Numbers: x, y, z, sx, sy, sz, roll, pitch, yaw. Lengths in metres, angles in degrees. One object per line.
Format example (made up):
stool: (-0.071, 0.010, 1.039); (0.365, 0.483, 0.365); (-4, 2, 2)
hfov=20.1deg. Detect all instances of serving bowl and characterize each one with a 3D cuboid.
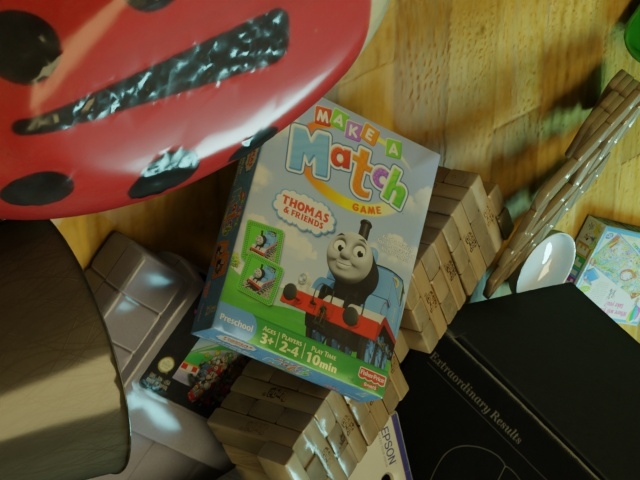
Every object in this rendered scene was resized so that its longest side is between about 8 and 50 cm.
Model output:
serving bowl: (0.214, 0.023, 1.783); (0.083, 0.027, 0.083); (-27, 135, -30)

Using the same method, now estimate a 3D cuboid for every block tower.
block tower: (0.036, 0.072, 1.510); (0.335, 0.097, 0.091); (-55, 139, -29)

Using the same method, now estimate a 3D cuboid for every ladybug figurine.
ladybug figurine: (-0.117, -0.150, 1.195); (0.449, 0.162, 0.305); (-29, 136, -29)

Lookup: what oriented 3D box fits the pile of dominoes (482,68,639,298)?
pile of dominoes: (0.220, -0.062, 1.657); (0.251, 0.040, 0.196); (-43, 167, -38)

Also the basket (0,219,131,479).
basket: (-0.271, 0.107, 1.238); (0.227, 0.154, 0.204); (-21, 101, -28)

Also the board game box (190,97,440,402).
board game box: (0.000, 0.000, 1.407); (0.160, 0.039, 0.211); (24, 68, -26)

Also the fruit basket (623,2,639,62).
fruit basket: (0.451, -0.281, 1.640); (0.392, 0.283, 0.392); (-45, 158, -24)

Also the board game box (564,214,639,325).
board game box: (0.307, 0.033, 1.889); (0.154, 0.026, 0.103); (11, 109, -50)

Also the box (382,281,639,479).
box: (0.187, 0.287, 1.690); (0.212, 0.293, 0.395); (-10, 135, -43)

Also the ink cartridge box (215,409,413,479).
ink cartridge box: (-0.057, 0.280, 1.532); (0.333, 0.065, 0.165); (-28, 117, -31)

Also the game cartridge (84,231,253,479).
game cartridge: (-0.115, 0.148, 1.509); (0.230, 0.068, 0.355); (-52, 142, 3)
